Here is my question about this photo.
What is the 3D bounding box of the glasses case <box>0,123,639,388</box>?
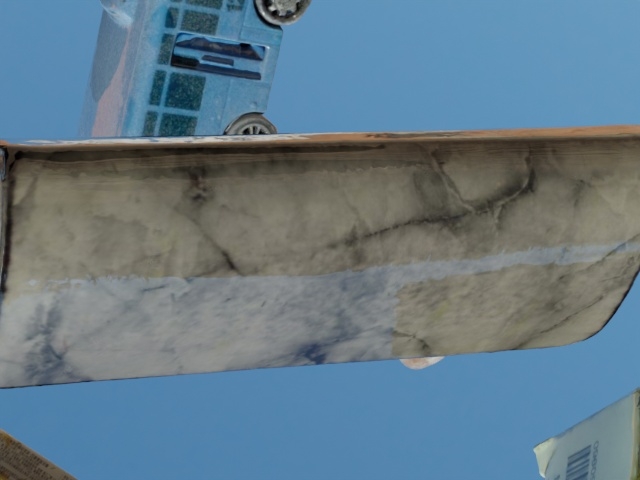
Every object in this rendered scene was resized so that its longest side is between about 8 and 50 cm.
[{"bbox_3d":[0.000,0.000,0.815,0.299,0.114,0.060,-3,-140,-26],"label":"glasses case"}]

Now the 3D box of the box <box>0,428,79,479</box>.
[{"bbox_3d":[-0.195,0.226,1.582,0.207,0.050,0.041,31,-118,13],"label":"box"}]

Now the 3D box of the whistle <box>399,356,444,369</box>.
[{"bbox_3d":[0.057,0.042,1.700,0.220,0.057,0.107,55,-168,-49],"label":"whistle"}]

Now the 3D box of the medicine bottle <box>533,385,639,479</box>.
[{"bbox_3d":[0.233,0.172,0.945,0.250,0.141,0.137,15,-111,-9],"label":"medicine bottle"}]

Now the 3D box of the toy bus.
[{"bbox_3d":[-0.094,-0.152,1.409,0.134,0.234,0.116,7,-166,-26],"label":"toy bus"}]
